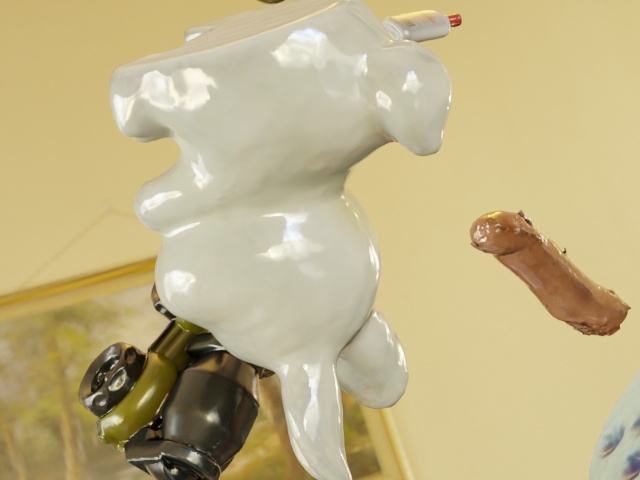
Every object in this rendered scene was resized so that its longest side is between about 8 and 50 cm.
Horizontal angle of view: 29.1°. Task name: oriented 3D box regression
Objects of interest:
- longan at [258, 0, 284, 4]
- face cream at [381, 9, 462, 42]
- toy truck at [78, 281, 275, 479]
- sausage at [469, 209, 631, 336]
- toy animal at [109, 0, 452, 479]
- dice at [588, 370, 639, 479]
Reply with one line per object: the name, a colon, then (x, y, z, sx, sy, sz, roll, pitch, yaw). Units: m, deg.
longan: (-0.068, -0.378, 1.759, 0.083, 0.075, 0.075, -49, -4, -17)
face cream: (0.100, -0.205, 1.174, 0.083, 0.040, 0.021, -16, -46, -32)
toy truck: (-0.095, 0.116, 1.103, 0.224, 0.147, 0.165, -58, 26, -17)
sausage: (0.282, 0.040, 1.518, 0.078, 0.078, 0.304, -27, -46, 32)
toy animal: (-0.010, -0.004, 0.962, 0.241, 0.367, 0.196, 5, 23, 25)
dice: (0.546, 0.302, 1.656, 0.262, 0.268, 0.264, -57, 4, 6)
